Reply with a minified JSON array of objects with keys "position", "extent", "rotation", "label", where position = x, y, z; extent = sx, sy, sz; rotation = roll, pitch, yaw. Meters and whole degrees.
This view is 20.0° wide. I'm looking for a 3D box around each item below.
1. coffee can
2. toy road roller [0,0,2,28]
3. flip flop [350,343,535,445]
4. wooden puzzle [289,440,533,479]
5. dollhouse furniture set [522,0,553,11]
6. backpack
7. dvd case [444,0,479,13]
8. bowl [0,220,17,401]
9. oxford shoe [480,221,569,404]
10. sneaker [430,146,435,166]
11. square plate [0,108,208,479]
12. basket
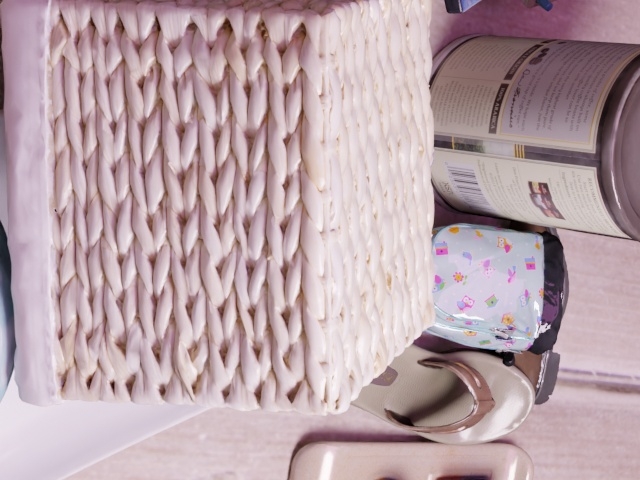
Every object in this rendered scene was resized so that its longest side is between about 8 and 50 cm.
[{"position":[0.259,-0.110,1.885],"extent":[0.201,0.275,0.202],"rotation":[-9,104,-41],"label":"coffee can"},{"position":[-0.267,-0.336,1.423],"extent":[0.202,0.329,0.241],"rotation":[-17,67,-40],"label":"toy road roller"},{"position":[0.121,0.160,1.915],"extent":[0.277,0.080,0.112],"rotation":[22,98,-37],"label":"flip flop"},{"position":[0.101,0.379,1.958],"extent":[0.347,0.080,0.322],"rotation":[7,92,-43],"label":"wooden puzzle"},{"position":[0.228,-0.389,1.898],"extent":[0.286,0.198,0.303],"rotation":[-21,142,-30],"label":"dollhouse furniture set"},{"position":[0.163,0.042,1.908],"extent":[0.182,0.115,0.152],"rotation":[9,72,-19],"label":"backpack"},{"position":[0.184,-0.364,1.910],"extent":[0.253,0.022,0.180],"rotation":[-37,120,-46],"label":"dvd case"},{"position":[-0.357,0.068,1.391],"extent":[0.311,0.163,0.312],"rotation":[-6,104,-27],"label":"bowl"},{"position":[0.217,0.072,2.013],"extent":[0.096,0.082,0.227],"rotation":[1,94,-34],"label":"oxford shoe"},{"position":[0.000,0.000,1.814],"extent":[0.115,0.105,0.281],"rotation":[30,79,-6],"label":"sneaker"},{"position":[-0.228,0.034,1.621],"extent":[0.347,0.049,0.344],"rotation":[-23,113,-37],"label":"square plate"},{"position":[-0.068,-0.056,1.462],"extent":[0.328,0.266,0.331],"rotation":[-33,123,-69],"label":"basket"}]
